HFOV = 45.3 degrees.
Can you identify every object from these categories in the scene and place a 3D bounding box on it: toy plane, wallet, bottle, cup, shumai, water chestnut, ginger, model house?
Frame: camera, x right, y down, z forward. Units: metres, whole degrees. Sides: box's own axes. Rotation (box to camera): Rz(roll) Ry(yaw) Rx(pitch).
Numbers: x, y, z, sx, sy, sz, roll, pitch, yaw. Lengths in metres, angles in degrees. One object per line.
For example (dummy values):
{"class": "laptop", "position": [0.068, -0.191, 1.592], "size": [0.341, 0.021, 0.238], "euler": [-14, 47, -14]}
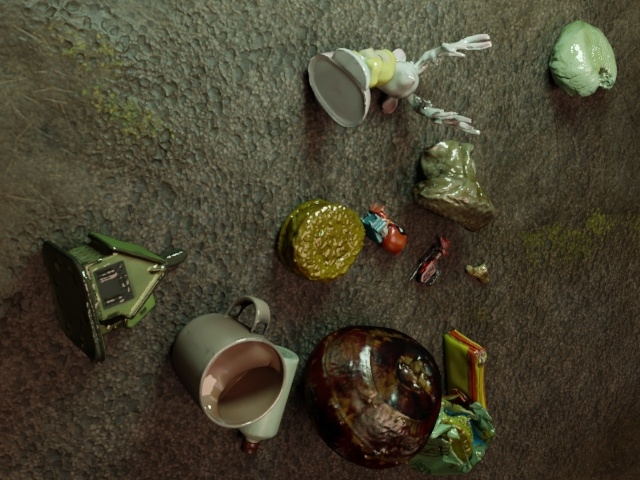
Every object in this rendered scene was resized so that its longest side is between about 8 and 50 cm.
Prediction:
{"class": "toy plane", "position": [0.280, 0.058, 1.934], "size": [0.060, 0.037, 0.145], "euler": [41, 85, -24]}
{"class": "wallet", "position": [0.384, 0.371, 2.031], "size": [0.067, 0.141, 0.241], "euler": [-17, 113, -21]}
{"class": "bottle", "position": [-0.130, 0.363, 1.729], "size": [0.104, 0.104, 0.245], "euler": [12, 98, -34]}
{"class": "cup", "position": [-0.188, 0.229, 1.592], "size": [0.191, 0.200, 0.253], "euler": [19, 95, -34]}
{"class": "shumai", "position": [0.332, -0.136, 1.815], "size": [0.218, 0.184, 0.186], "euler": [23, 94, -22]}
{"class": "water chestnut", "position": [0.111, 0.367, 1.785], "size": [0.350, 0.302, 0.351], "euler": [18, 55, -28]}
{"class": "ginger", "position": [0.427, 0.082, 2.035], "size": [0.097, 0.030, 0.048], "euler": [31, 89, -36]}
{"class": "model house", "position": [-0.348, 0.071, 1.446], "size": [0.278, 0.218, 0.205], "euler": [-20, 116, -31]}

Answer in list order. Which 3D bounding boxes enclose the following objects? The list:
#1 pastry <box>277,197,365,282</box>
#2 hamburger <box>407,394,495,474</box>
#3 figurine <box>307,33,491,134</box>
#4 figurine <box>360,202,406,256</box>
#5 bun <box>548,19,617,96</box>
{"class": "pastry", "position": [0.000, 0.000, 1.699], "size": [0.188, 0.103, 0.189], "euler": [-10, 109, -30]}
{"class": "hamburger", "position": [0.309, 0.518, 1.963], "size": [0.275, 0.150, 0.261], "euler": [8, 120, 3]}
{"class": "figurine", "position": [0.178, -0.324, 1.624], "size": [0.315, 0.284, 0.207], "euler": [-19, 116, -39]}
{"class": "figurine", "position": [0.155, -0.018, 1.812], "size": [0.075, 0.068, 0.140], "euler": [-50, 122, -13]}
{"class": "bun", "position": [0.664, -0.451, 1.964], "size": [0.212, 0.126, 0.204], "euler": [18, 69, -40]}
